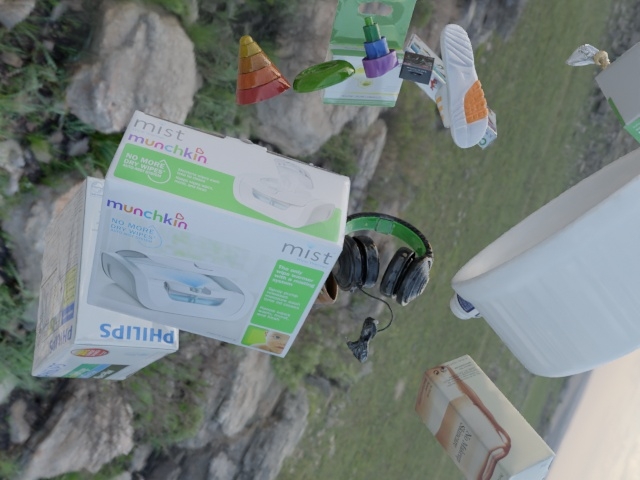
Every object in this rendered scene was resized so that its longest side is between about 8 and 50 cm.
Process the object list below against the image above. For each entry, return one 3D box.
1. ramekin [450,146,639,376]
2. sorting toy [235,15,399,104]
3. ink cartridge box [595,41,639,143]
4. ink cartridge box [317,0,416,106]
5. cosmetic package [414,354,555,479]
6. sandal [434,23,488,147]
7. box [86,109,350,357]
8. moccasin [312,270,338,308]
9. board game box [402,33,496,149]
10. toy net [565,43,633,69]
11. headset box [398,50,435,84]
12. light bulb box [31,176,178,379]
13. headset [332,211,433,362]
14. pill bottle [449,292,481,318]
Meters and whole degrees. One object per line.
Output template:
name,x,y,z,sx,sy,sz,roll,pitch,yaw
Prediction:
ramekin,0.288,0.022,0.757,0.277,0.135,0.277,-34,178,-1
sorting toy,-0.030,-0.361,1.396,0.127,0.365,0.126,-48,127,-49
ink cartridge box,0.553,-0.184,1.133,0.092,0.219,0.160,-40,-151,30
ink cartridge box,0.100,-0.392,1.498,0.235,0.171,0.056,106,-23,-44
cosmetic package,0.346,0.413,1.560,0.129,0.296,0.153,-16,133,-25
sandal,0.295,-0.332,1.567,0.101,0.076,0.266,-9,91,-28
box,-0.125,-0.001,0.863,0.231,0.261,0.127,118,-15,-46
moccasin,-0.002,-0.001,2.021,0.139,0.146,0.380,25,59,-42
board game box,0.314,-0.373,1.776,0.053,0.305,0.193,-43,-171,26
toy net,0.608,-0.380,1.460,0.122,0.232,0.045,-22,117,-27
headset box,0.189,-0.338,1.412,0.083,0.062,0.032,-69,173,-56
light bulb box,-0.483,0.104,1.620,0.225,0.358,0.361,10,66,-31
headset,0.129,0.090,1.668,0.394,0.243,0.185,-76,-179,-53
pill bottle,0.266,0.089,1.198,0.067,0.067,0.120,-50,180,-32
